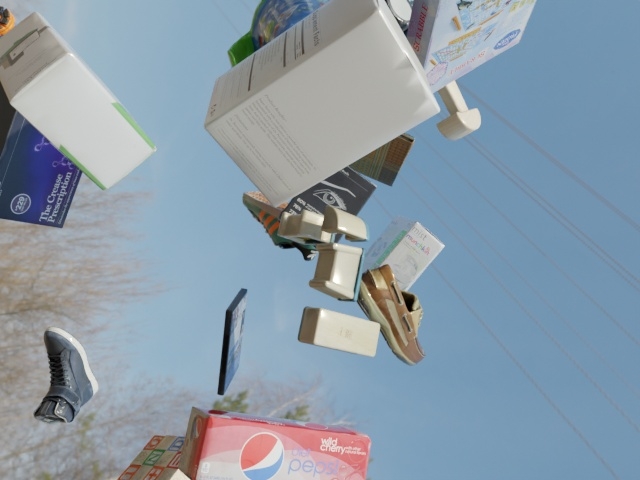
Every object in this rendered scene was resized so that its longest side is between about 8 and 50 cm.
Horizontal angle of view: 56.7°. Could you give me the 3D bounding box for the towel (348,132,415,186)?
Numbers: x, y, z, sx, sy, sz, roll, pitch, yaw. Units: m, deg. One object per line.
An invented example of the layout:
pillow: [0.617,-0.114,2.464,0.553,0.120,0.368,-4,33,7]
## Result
towel: [0.085,-0.309,1.816,0.271,0.370,0.040,109,5,-65]

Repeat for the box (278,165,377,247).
box: [0.015,-0.088,1.450,0.207,0.153,0.108,-53,-178,-4]

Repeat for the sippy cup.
sippy cup: [-0.028,-0.418,1.270,0.305,0.240,0.224,-44,-151,17]

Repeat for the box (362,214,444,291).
box: [0.247,0.051,1.891,0.231,0.127,0.262,-50,-171,3]

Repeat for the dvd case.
dvd case: [-0.246,0.280,1.663,0.180,0.022,0.253,-66,165,-74]

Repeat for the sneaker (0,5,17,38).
sneaker: [-0.690,-0.403,1.191,0.221,0.087,0.083,3,-114,18]

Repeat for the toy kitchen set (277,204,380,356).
toy kitchen set: [0.007,0.064,0.939,0.166,0.122,0.207,-3,-108,52]

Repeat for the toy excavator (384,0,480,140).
toy excavator: [0.265,-0.528,1.670,0.222,0.445,0.433,-28,-117,45]

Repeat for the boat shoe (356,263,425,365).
boat shoe: [0.187,0.178,1.404,0.120,0.324,0.122,-32,-141,5]

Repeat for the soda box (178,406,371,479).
soda box: [-0.060,0.304,0.849,0.083,0.263,0.092,-11,-114,61]

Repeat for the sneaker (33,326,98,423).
sneaker: [-0.635,0.336,1.432,0.086,0.163,0.226,-8,-64,20]

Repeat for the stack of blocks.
stack of blocks: [-0.365,0.546,1.226,0.171,0.297,0.087,-12,-66,37]

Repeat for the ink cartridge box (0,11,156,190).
ink cartridge box: [-0.327,-0.186,0.774,0.092,0.160,0.219,-42,-136,-6]

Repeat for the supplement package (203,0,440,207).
supplement package: [0.000,-0.221,0.897,0.293,0.177,0.175,-28,-146,19]

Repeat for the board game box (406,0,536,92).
board game box: [0.309,-0.462,1.167,0.066,0.319,0.318,50,-19,22]

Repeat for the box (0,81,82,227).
box: [-0.536,-0.168,1.099,0.103,0.184,0.261,22,-86,26]

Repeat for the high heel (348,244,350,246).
high heel: [0.000,0.000,1.640,0.244,0.117,0.082,57,-3,22]

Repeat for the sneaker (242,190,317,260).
sneaker: [-0.117,-0.043,1.630,0.302,0.108,0.121,30,-65,37]
